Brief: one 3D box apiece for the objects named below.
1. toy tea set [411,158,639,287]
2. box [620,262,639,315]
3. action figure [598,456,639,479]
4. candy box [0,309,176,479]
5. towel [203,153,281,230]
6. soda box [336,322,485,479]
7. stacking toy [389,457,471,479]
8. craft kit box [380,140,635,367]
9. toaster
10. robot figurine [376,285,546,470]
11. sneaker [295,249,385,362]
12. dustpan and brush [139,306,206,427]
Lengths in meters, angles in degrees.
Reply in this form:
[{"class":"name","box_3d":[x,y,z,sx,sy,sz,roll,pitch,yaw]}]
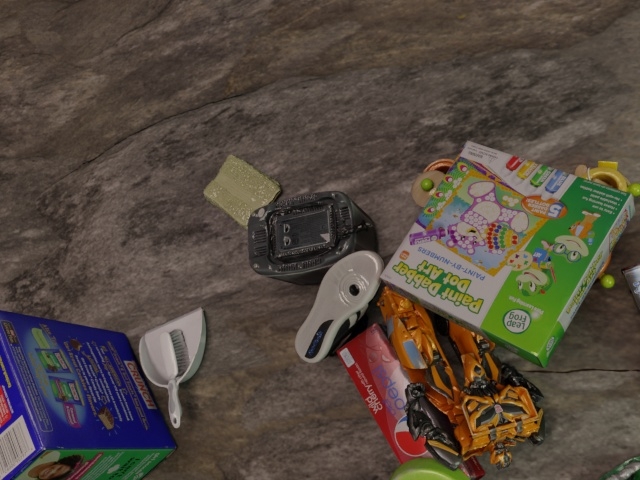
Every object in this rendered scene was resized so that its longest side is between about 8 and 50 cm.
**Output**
[{"class":"toy tea set","box_3d":[0.289,-0.040,1.031,0.336,0.124,0.200,6,79,27]},{"class":"box","box_3d":[0.491,0.115,0.907,0.114,0.036,0.207,-23,84,18]},{"class":"action figure","box_3d":[0.384,0.363,0.912,0.232,0.063,0.137,-42,59,6]},{"class":"candy box","box_3d":[-0.428,0.274,1.179,0.122,0.317,0.268,-41,61,12]},{"class":"towel","box_3d":[-0.150,-0.094,1.315,0.148,0.027,0.110,36,92,29]},{"class":"soda box","box_3d":[0.133,0.257,1.041,0.083,0.092,0.263,-37,63,13]},{"class":"stacking toy","box_3d":[0.107,0.457,0.919,0.309,0.130,0.279,-18,95,22]},{"class":"craft kit box","box_3d":[0.246,0.007,0.937,0.250,0.061,0.247,26,80,36]},{"class":"toaster","box_3d":[0.000,0.000,1.147,0.227,0.146,0.129,-13,71,23]},{"class":"robot figurine","box_3d":[0.200,0.180,0.985,0.211,0.085,0.291,-10,54,-19]},{"class":"sneaker","box_3d":[0.049,0.096,1.104,0.079,0.121,0.217,45,116,21]},{"class":"dustpan and brush","box_3d":[-0.265,0.237,1.257,0.147,0.060,0.211,-25,66,18]}]
